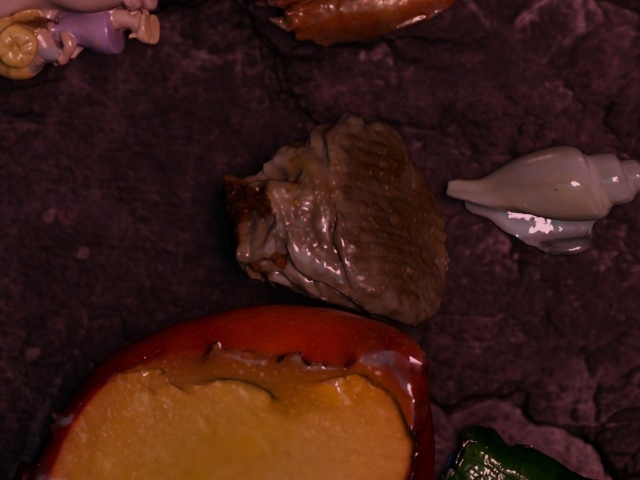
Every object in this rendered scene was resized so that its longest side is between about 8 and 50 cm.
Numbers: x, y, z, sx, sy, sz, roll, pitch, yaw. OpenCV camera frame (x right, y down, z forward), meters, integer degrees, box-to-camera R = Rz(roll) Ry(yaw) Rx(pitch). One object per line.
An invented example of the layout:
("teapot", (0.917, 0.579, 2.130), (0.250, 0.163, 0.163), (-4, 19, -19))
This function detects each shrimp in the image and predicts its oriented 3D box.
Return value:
("shrimp", (0.034, -0.222, 1.392), (0.187, 0.051, 0.132), (-22, 83, 4))

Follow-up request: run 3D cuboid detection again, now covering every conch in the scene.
("conch", (0.191, -0.038, 1.391), (0.180, 0.088, 0.065), (-6, 55, 16))

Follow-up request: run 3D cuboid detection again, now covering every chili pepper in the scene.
("chili pepper", (0.204, 0.221, 1.416), (0.224, 0.061, 0.098), (21, 73, 8))

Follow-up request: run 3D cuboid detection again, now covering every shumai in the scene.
("shumai", (0.003, 0.005, 1.389), (0.142, 0.184, 0.184), (-21, 96, 35))

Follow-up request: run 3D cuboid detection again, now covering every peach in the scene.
("peach", (-0.044, 0.157, 1.374), (0.362, 0.201, 0.257), (-38, 94, 24))

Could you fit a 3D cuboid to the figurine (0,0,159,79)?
("figurine", (-0.253, -0.206, 1.401), (0.236, 0.127, 0.155), (-10, 107, 16))
